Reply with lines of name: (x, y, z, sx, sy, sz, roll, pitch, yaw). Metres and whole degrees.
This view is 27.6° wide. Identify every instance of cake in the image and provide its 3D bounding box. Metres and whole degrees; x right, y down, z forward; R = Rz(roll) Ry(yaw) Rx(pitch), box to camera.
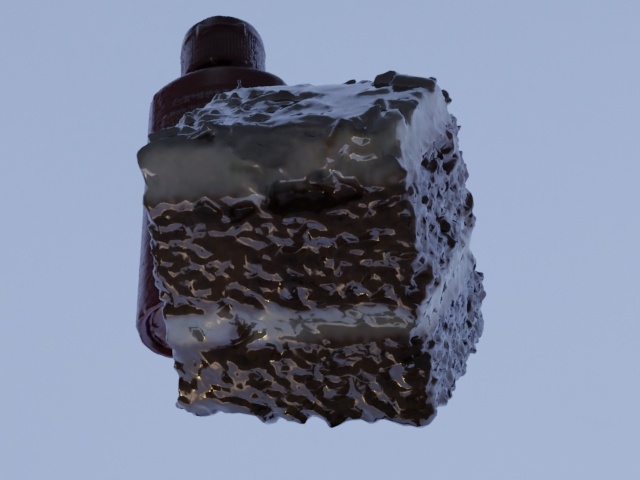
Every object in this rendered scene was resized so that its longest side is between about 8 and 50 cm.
cake: (0.000, 0.000, 0.615, 0.135, 0.147, 0.134, -3, -165, 19)

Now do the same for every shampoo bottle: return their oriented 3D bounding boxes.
shampoo bottle: (-0.073, -0.049, 0.965, 0.118, 0.076, 0.314, -10, -136, 5)
